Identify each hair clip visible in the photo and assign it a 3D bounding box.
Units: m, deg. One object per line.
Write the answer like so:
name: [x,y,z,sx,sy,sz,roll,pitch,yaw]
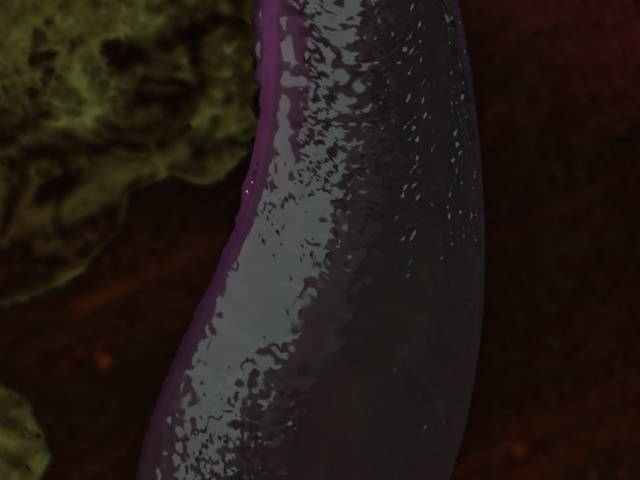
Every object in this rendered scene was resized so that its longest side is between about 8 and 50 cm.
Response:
hair clip: [0.002,0.000,0.749,0.096,0.110,0.358,-1,83,40]
